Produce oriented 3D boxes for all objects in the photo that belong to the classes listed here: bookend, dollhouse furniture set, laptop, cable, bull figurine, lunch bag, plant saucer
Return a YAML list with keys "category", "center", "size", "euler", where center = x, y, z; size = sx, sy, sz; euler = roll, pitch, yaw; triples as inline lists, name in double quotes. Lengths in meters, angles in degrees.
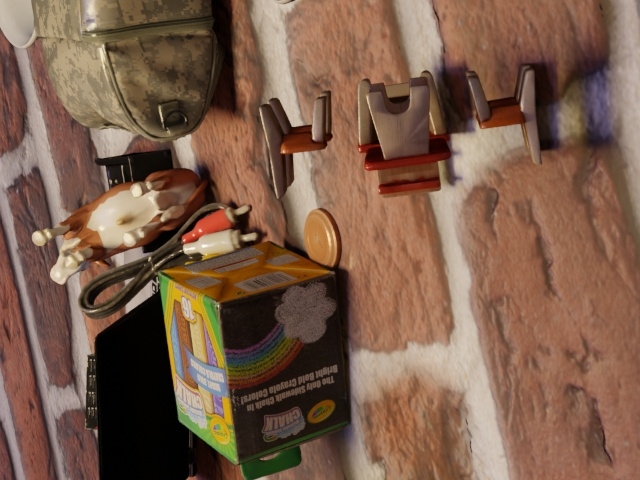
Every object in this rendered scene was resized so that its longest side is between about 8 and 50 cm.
- category: "bookend"
  center: [-0.294, -0.064, 2.303]
  size: [0.157, 0.072, 0.156]
  euler: [4, 104, 61]
- category: "dollhouse furniture set"
  center: [0.087, -0.096, 1.450]
  size: [0.259, 0.262, 0.135]
  euler: [-70, -28, -79]
- category: "laptop"
  center: [-0.327, 0.220, 2.295]
  size: [0.408, 0.236, 0.381]
  euler: [35, 129, 52]
- category: "cable"
  center: [-0.222, 0.019, 2.048]
  size: [0.072, 0.287, 0.139]
  euler: [62, -165, -59]
- category: "bull figurine"
  center: [-0.314, -0.021, 2.142]
  size: [0.310, 0.188, 0.101]
  euler: [-29, 93, 21]
- category: "lunch bag"
  center: [-0.279, -0.276, 2.053]
  size: [0.305, 0.213, 0.256]
  euler: [18, 115, 59]
- category: "plant saucer"
  center: [0.000, 0.000, 1.857]
  size: [0.083, 0.013, 0.083]
  euler: [31, 127, 53]

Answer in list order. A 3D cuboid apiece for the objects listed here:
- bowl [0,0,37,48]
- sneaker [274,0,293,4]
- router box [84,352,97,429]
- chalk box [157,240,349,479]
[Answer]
- category: "bowl"
  center: [-0.460, -0.476, 2.390]
  size: [0.298, 0.134, 0.297]
  euler: [29, 124, 55]
- category: "sneaker"
  center: [-0.044, -0.380, 1.711]
  size: [0.084, 0.097, 0.234]
  euler: [63, 148, 27]
- category: "router box"
  center: [-0.357, 0.243, 2.307]
  size: [0.092, 0.038, 0.122]
  euler: [140, 131, -86]
- category: "chalk box"
  center: [-0.085, 0.173, 1.891]
  size: [0.179, 0.180, 0.288]
  euler: [25, 124, 55]
